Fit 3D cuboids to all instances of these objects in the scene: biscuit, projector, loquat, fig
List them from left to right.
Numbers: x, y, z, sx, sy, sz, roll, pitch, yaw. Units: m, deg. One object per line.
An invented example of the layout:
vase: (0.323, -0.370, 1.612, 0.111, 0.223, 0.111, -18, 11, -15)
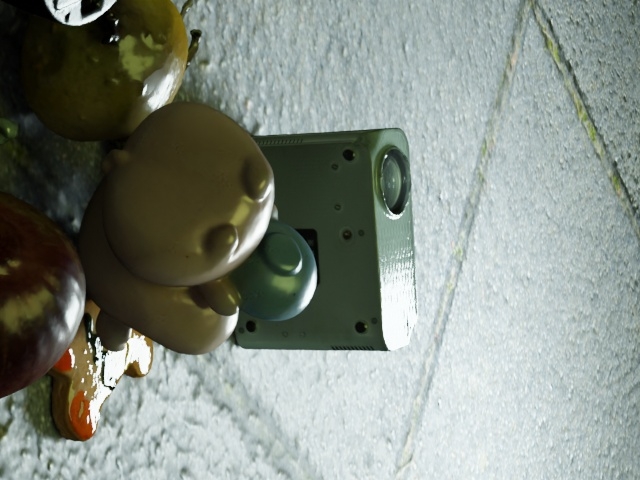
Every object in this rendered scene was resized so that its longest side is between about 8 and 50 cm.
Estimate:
fig: (-0.301, 0.053, 1.403, 0.205, 0.205, 0.205, 3, 87, -62)
loquat: (-0.204, -0.169, 1.606, 0.204, 0.149, 0.172, 82, 29, -62)
biscuit: (-0.208, 0.078, 1.711, 0.250, 0.036, 0.165, -52, 134, -50)
projector: (0.000, 0.000, 1.925, 0.108, 0.198, 0.250, -11, 99, -62)

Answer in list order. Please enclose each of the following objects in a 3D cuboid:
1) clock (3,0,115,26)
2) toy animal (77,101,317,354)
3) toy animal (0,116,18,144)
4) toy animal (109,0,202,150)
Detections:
clock: (-0.160, -0.344, 1.475, 0.379, 0.120, 0.276, -44, 150, -50)
toy animal: (-0.137, -0.011, 1.585, 0.210, 0.229, 0.221, -66, 148, -23)
toy animal: (-0.336, -0.104, 1.373, 0.090, 0.170, 0.255, -43, 149, 2)
toy animal: (-0.174, -0.174, 1.752, 0.086, 0.069, 0.219, 83, 25, -59)
